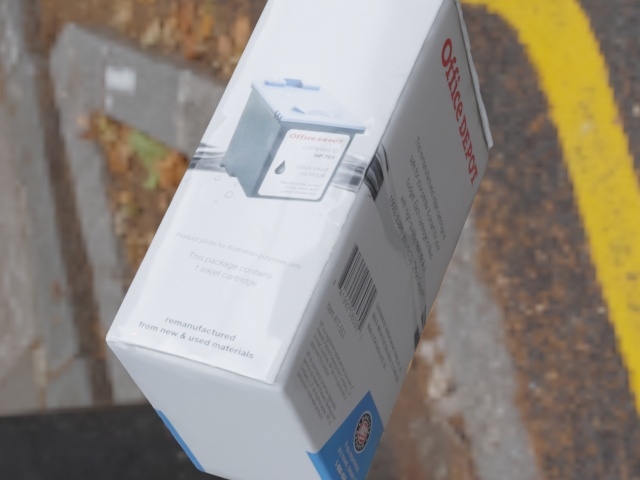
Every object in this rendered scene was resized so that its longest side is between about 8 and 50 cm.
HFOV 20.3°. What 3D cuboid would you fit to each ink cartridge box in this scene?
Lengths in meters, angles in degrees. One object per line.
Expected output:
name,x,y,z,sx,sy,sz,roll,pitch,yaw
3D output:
ink cartridge box,0.000,0.000,0.764,0.139,0.082,0.190,67,-140,-58
